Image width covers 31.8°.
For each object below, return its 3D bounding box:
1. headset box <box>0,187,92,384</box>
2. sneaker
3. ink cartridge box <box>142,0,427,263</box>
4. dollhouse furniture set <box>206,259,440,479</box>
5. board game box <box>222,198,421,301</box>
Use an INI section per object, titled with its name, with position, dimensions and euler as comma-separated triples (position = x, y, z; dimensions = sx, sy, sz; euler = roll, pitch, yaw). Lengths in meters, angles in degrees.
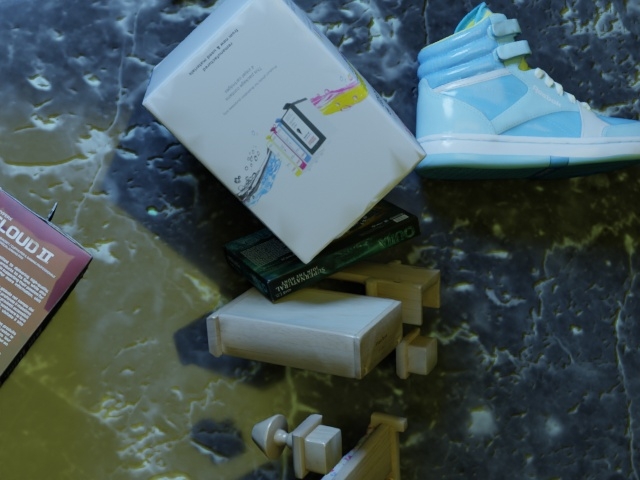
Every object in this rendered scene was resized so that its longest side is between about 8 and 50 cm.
[headset box]
position = -0.335, 0.089, 1.065
dimensions = 0.110, 0.218, 0.293
euler = 37, 73, -8
[sneaker]
position = 0.259, -0.181, 1.345
dimensions = 0.319, 0.127, 0.208
euler = -1, 82, -18
[ink cartridge box]
position = -0.038, -0.131, 1.151
dimensions = 0.168, 0.171, 0.233
euler = -42, 108, 9
[dollhouse furniture set]
position = 0.001, 0.229, 1.218
dimensions = 0.303, 0.173, 0.356
euler = -34, 126, -56
[board game box]
position = 0.000, 0.000, 1.236
dimensions = 0.186, 0.126, 0.026
euler = -23, 117, -19
